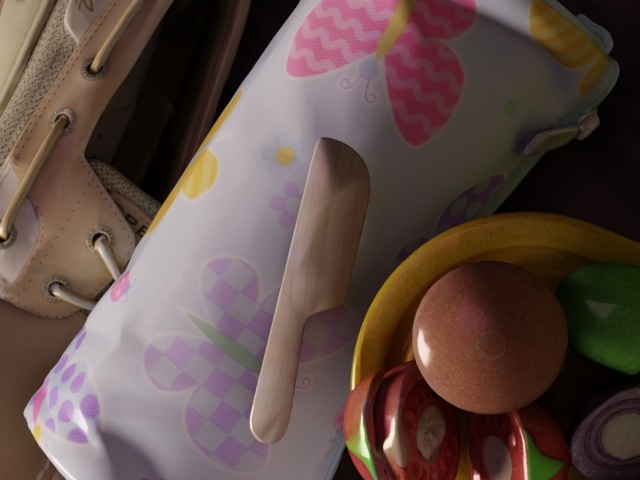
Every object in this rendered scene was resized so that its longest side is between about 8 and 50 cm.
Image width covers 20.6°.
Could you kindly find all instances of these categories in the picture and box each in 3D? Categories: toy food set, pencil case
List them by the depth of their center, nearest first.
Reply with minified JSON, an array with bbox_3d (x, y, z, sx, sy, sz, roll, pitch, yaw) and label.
[{"bbox_3d":[0.078,0.059,0.608,0.218,0.071,0.128,21,97,1],"label":"toy food set"},{"bbox_3d":[0.000,0.000,0.702,0.124,0.113,0.273,34,95,-12],"label":"pencil case"}]

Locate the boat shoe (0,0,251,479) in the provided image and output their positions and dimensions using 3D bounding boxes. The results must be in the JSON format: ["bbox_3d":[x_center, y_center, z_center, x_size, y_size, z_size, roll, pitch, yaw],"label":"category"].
[{"bbox_3d":[-0.106,-0.005,0.768,0.098,0.109,0.302,9,76,32],"label":"boat shoe"}]
